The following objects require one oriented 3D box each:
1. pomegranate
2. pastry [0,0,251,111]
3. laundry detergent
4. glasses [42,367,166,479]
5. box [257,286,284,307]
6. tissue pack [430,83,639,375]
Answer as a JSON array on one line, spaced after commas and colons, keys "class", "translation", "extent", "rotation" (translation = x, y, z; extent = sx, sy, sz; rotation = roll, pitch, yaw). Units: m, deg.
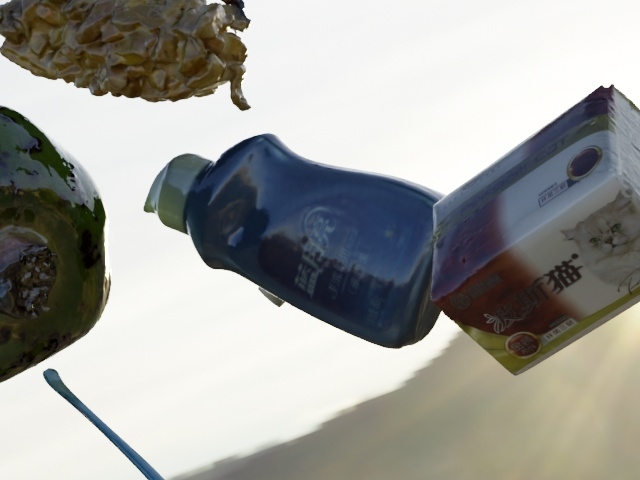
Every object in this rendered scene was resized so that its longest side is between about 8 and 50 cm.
[{"class": "pomegranate", "translation": [-0.294, 0.010, 1.524], "extent": [0.254, 0.254, 0.270], "rotation": [-16, 24, -28]}, {"class": "pastry", "translation": [-0.168, -0.185, 1.626], "extent": [0.250, 0.102, 0.154], "rotation": [11, 19, 23]}, {"class": "laundry detergent", "translation": [-0.024, -0.012, 1.564], "extent": [0.290, 0.143, 0.094], "rotation": [20, 16, 19]}, {"class": "glasses", "translation": [-0.215, 0.236, 1.641], "extent": [0.189, 0.220, 0.088], "rotation": [-44, -24, 27]}, {"class": "box", "translation": [0.000, 0.000, 1.946], "extent": [0.154, 0.040, 0.084], "rotation": [-43, -8, -30]}, {"class": "tissue pack", "translation": [0.151, -0.007, 1.101], "extent": [0.148, 0.099, 0.106], "rotation": [-36, 26, 29]}]
